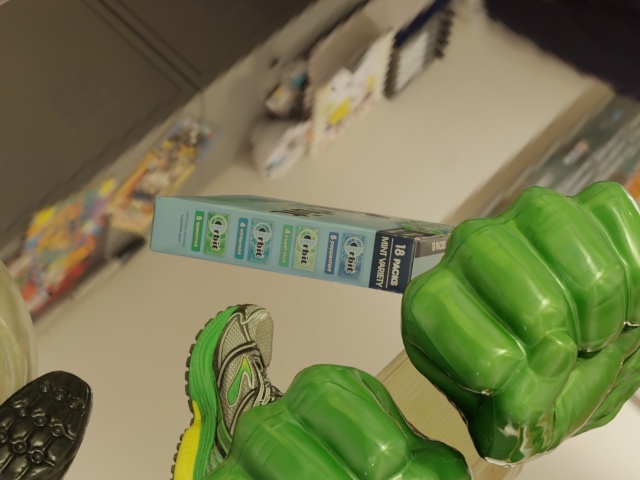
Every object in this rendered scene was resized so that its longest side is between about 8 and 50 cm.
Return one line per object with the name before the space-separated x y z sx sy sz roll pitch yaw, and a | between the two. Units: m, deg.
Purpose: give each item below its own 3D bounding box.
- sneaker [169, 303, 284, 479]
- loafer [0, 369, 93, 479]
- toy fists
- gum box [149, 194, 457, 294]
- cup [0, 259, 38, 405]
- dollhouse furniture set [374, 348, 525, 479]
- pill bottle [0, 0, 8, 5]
sneaker | -0.085 0.217 1.793 0.146 0.344 0.134 -18 132 19
loafer | -0.251 0.201 1.107 0.223 0.076 0.078 -60 175 -30
toy fists | 0.056 0.086 0.675 0.279 0.096 0.142 -40 144 -1
gum box | 0.000 0.000 0.977 0.157 0.184 0.041 -5 103 -70
cup | -0.373 0.115 1.201 0.331 0.331 0.237 -41 -158 -25
dollhouse furniture set | 0.136 0.300 1.482 0.256 0.362 0.394 -39 140 -41
pill bottle | -0.274 -0.235 0.964 0.323 0.181 0.181 -39 163 -32
